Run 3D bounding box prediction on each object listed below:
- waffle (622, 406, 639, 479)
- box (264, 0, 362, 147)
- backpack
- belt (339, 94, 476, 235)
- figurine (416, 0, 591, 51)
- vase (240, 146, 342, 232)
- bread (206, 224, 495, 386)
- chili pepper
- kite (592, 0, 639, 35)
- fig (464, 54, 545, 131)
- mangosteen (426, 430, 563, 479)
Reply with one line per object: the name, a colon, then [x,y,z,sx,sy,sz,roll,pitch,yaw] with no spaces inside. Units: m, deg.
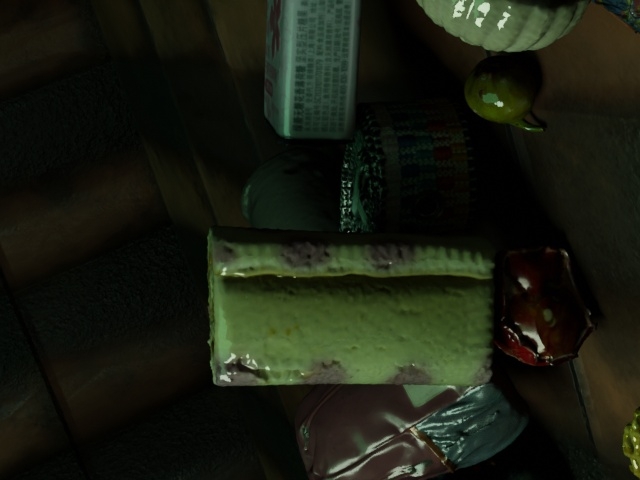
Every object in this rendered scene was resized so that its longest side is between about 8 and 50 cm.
waffle: [0.409,0.272,1.308,0.194,0.051,0.149,59,162,23]
box: [-0.006,-0.305,1.449,0.190,0.112,0.369,-116,26,-71]
backpack: [0.111,0.229,1.591,0.197,0.317,0.283,44,-164,-27]
belt: [0.122,-0.056,1.525,0.295,0.161,0.206,94,165,-51]
figurine: [0.184,-0.286,1.006,0.332,0.185,0.204,139,149,-79]
vase: [0.000,0.000,1.870,0.245,0.245,0.291,90,157,-51]
bread: [0.036,0.078,1.366,0.155,0.338,0.187,174,97,-82]
chili pepper: [0.242,0.078,1.461,0.144,0.136,0.253,36,171,-5]
kite: [0.285,-0.255,1.059,0.232,0.009,0.189,68,163,-3]
fig: [0.207,-0.160,1.311,0.084,0.082,0.098,2,139,32]
mangosteen: [0.241,0.367,1.661,0.243,0.243,0.243,54,159,33]
